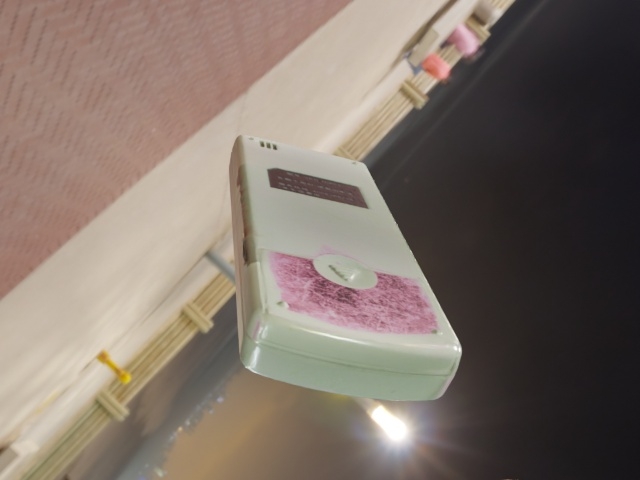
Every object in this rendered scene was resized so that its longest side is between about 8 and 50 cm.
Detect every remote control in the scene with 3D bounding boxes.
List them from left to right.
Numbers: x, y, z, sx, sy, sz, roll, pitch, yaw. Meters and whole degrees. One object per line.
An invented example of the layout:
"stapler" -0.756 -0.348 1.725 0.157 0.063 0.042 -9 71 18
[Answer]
"remote control" 0.000 0.001 0.577 0.344 0.145 0.050 -105 -150 -62
